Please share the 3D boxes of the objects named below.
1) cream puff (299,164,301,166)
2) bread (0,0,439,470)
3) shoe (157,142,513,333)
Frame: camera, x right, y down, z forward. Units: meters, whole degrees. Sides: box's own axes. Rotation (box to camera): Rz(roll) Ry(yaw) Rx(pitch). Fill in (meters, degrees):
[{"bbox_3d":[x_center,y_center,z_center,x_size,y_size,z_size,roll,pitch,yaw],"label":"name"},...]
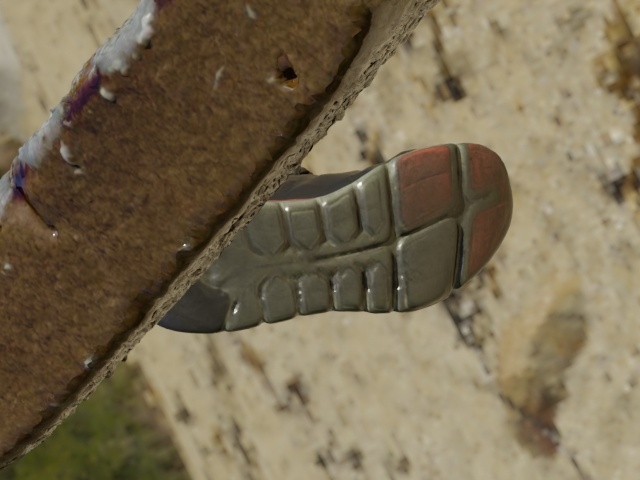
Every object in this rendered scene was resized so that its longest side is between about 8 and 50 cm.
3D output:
[{"bbox_3d":[-0.099,-0.064,1.596,0.116,0.146,0.146,50,171,1],"label":"cream puff"},{"bbox_3d":[-0.076,-0.046,0.863,0.113,0.165,0.416,42,129,-3],"label":"bread"},{"bbox_3d":[0.000,0.000,1.292,0.137,0.291,0.114,-151,50,-79],"label":"shoe"}]
